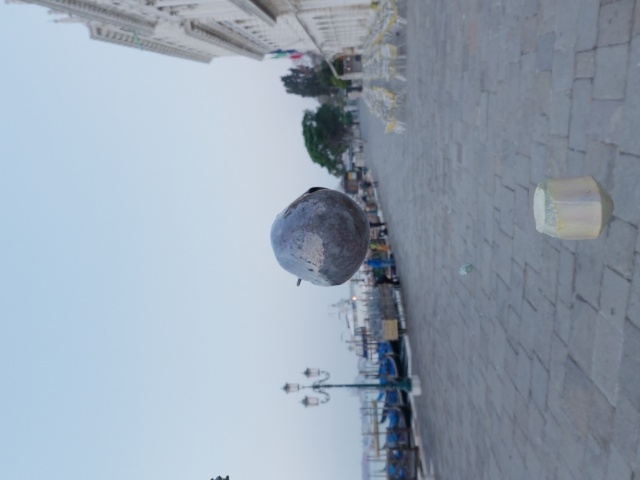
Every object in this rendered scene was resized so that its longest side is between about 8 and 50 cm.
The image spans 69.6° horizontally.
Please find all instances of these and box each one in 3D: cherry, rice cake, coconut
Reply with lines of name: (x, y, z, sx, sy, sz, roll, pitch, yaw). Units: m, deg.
cherry: (0.006, -0.006, 0.880, 0.195, 0.195, 0.195, -2, -90, -85)
rice cake: (0.331, 0.067, 1.051, 0.021, 0.022, 0.121, 44, -176, 14)
coconut: (0.455, -0.060, 0.825, 0.116, 0.122, 0.116, -2, -90, -76)

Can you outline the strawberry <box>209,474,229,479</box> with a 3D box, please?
strawberry: (-0.164, 0.530, 0.899, 0.085, 0.192, 0.140, -66, -1, -63)
